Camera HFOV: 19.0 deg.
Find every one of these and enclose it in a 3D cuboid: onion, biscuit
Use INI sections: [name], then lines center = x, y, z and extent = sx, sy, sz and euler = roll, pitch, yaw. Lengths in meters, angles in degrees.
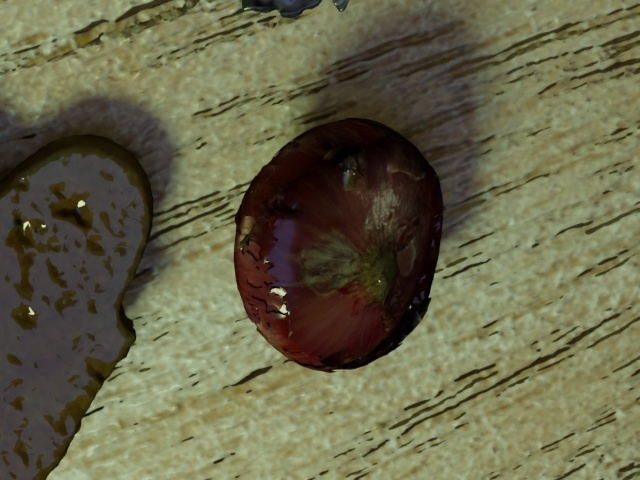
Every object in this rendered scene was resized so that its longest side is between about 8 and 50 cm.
[onion]
center = 0.000, 0.000, 1.346
extent = 0.147, 0.184, 0.184
euler = 12, 122, 40
[biscuit]
center = -0.339, 0.039, 1.362
extent = 0.394, 0.076, 0.368
euler = 26, 97, -15

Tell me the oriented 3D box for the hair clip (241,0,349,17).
[hair clip]
center = -0.001, -0.234, 1.286
extent = 0.124, 0.052, 0.195
euler = 22, 117, -6
